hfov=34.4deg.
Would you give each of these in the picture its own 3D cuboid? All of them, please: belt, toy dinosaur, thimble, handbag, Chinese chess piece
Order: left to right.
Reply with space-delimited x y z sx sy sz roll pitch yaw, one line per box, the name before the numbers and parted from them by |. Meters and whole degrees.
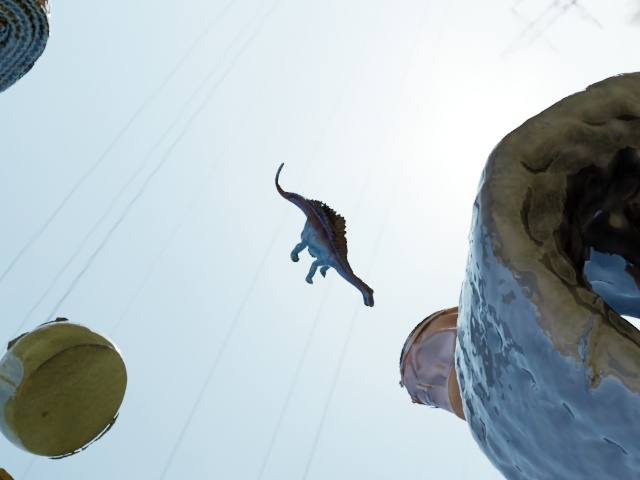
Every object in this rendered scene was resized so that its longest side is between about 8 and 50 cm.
belt | -0.528 -0.317 1.527 0.207 0.295 0.160 38 -148 -42
Chinese chess piece | -0.354 0.200 1.402 0.083 0.188 0.188 29 -161 39
toy dinosaur | 0.000 0.000 1.160 0.045 0.080 0.197 -16 -115 -44
handbag | 0.235 0.187 1.581 0.205 0.179 0.116 -9 -160 -29
thimble | 0.187 0.044 0.489 0.245 0.157 0.217 15 -127 12

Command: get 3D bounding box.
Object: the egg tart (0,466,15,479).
egg tart | -0.463 0.351 1.176 0.352 0.150 0.352 21 -172 -3
